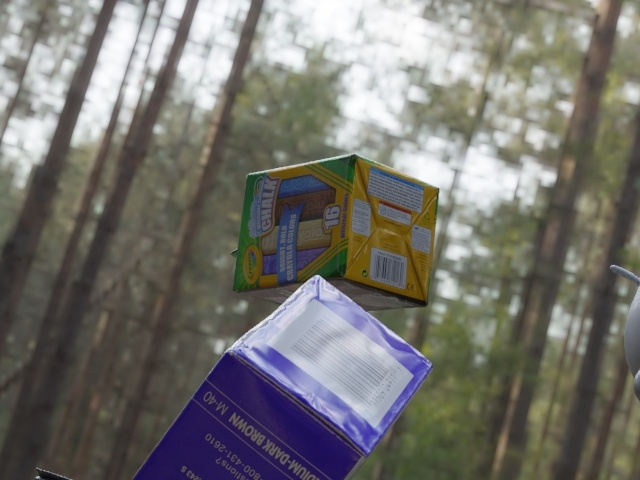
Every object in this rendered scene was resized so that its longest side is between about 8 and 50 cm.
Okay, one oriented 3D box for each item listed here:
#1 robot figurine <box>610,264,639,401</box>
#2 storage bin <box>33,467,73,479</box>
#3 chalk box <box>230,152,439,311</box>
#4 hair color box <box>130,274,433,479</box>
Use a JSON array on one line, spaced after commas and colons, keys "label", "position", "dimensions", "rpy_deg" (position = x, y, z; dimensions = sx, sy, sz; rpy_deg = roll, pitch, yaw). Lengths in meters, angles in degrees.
[{"label": "robot figurine", "position": [0.425, 0.133, 1.687], "dimensions": [0.300, 0.353, 0.200], "rpy_deg": [-13, -34, -41]}, {"label": "storage bin", "position": [-0.217, 0.276, 1.666], "dimensions": [0.098, 0.091, 0.135], "rpy_deg": [15, -10, 20]}, {"label": "chalk box", "position": [0.000, 0.000, 1.856], "dimensions": [0.132, 0.132, 0.213], "rpy_deg": [18, -17, -42]}, {"label": "hair color box", "position": [-0.082, 0.196, 1.122], "dimensions": [0.110, 0.339, 0.185], "rpy_deg": [37, 19, 5]}]
